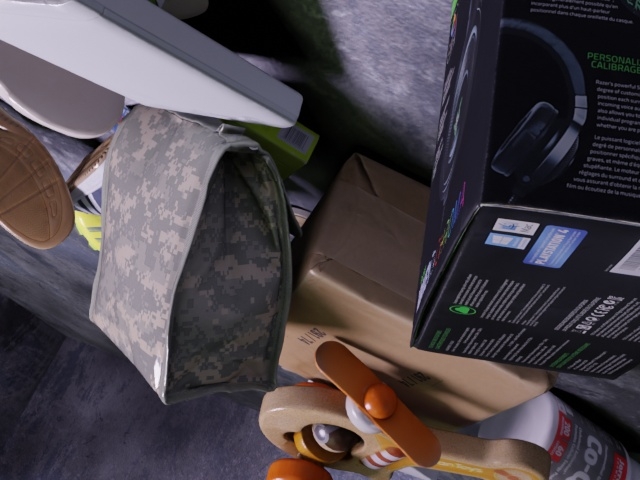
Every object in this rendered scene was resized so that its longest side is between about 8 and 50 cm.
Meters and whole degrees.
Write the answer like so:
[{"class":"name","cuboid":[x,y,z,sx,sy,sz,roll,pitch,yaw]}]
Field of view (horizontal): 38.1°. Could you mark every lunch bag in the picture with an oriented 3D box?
[{"class":"lunch bag","cuboid":[-0.140,-0.004,1.025,0.169,0.287,0.235,-2,-161,-34]}]

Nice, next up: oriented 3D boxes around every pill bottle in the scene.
[{"class":"pill bottle","cuboid":[0.415,0.372,1.555,0.283,0.161,0.161,34,160,-25]}]

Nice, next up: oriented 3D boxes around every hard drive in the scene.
[{"class":"hard drive","cuboid":[-0.176,-0.168,0.802,0.203,0.040,0.307,13,177,29]}]

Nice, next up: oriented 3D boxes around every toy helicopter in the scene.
[{"class":"toy helicopter","cuboid":[0.100,0.233,1.111,0.355,0.140,0.235,9,142,7]}]

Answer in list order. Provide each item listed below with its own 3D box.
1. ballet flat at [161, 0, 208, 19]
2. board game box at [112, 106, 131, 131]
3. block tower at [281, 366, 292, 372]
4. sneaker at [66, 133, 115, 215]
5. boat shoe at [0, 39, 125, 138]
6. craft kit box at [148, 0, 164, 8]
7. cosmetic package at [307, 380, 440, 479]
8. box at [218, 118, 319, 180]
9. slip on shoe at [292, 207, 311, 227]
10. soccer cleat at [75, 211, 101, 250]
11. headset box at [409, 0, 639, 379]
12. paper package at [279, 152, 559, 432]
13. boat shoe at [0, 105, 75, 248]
[{"class":"ballet flat","cuboid":[-0.228,-0.239,0.877,0.248,0.086,0.086,21,161,14]},{"class":"board game box","cuboid":[-0.171,-0.092,1.203,0.201,0.035,0.136,36,180,-29]},{"class":"block tower","cuboid":[-0.077,0.160,1.748,0.097,0.091,0.335,17,160,28]},{"class":"sneaker","cuboid":[-0.308,-0.066,1.428,0.153,0.099,0.282,35,157,-20]},{"class":"boat shoe","cuboid":[-0.379,-0.236,1.059,0.340,0.127,0.158,40,165,-16]},{"class":"craft kit box","cuboid":[-0.236,-0.294,0.657,0.250,0.061,0.246,15,146,8]},{"class":"cosmetic package","cuboid":[0.109,0.241,1.507,0.224,0.224,0.138,9,158,42]},{"class":"box","cuboid":[-0.080,-0.112,1.087,0.109,0.042,0.178,31,162,-12]},{"class":"slip on shoe","cuboid":[0.000,0.000,1.286,0.135,0.041,0.051,31,161,-15]},{"class":"soccer cleat","cuboid":[-0.328,0.004,1.708,0.121,0.093,0.289,-27,127,30]},{"class":"headset box","cuboid":[0.139,-0.095,0.491,0.131,0.283,0.246,9,161,2]},{"class":"paper package","cuboid":[0.099,0.083,1.123,0.309,0.168,0.325,27,154,-5]},{"class":"boat shoe","cuboid":[-0.483,-0.135,1.377,0.341,0.121,0.110,54,171,-4]}]
